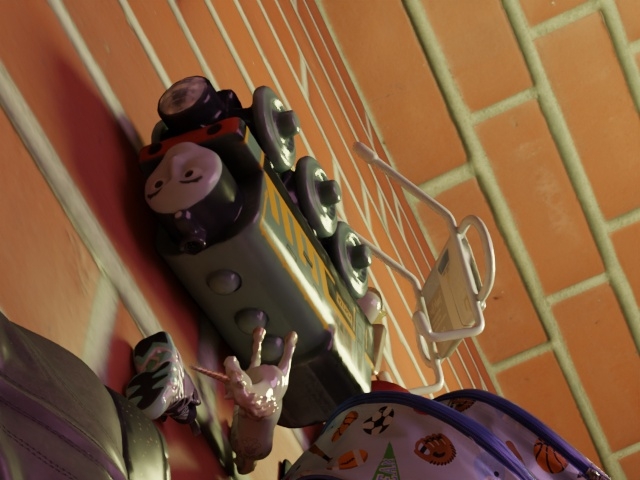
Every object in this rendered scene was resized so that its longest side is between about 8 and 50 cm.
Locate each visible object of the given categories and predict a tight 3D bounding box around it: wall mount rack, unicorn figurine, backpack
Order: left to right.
[{"bbox_3d":[-0.050,0.119,1.024,0.111,0.060,0.162,-79,166,-52],"label":"unicorn figurine"},{"bbox_3d":[0.120,0.040,1.848,0.350,0.130,0.304,112,-32,-59],"label":"wall mount rack"},{"bbox_3d":[0.095,0.232,1.019,0.263,0.276,0.213,39,52,-9],"label":"backpack"}]

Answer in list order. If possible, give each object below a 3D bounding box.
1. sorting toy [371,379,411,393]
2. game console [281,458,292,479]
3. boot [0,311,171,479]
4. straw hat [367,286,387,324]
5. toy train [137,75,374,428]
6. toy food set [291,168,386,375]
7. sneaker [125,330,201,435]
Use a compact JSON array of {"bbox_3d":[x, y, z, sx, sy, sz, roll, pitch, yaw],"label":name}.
[{"bbox_3d":[0.118,0.281,1.306,0.365,0.127,0.126,40,23,27],"label":"sorting toy"},{"bbox_3d":[0.016,0.254,1.166,0.122,0.107,0.071,-89,-177,-67],"label":"game console"},{"bbox_3d":[-0.141,0.124,0.511,0.222,0.118,0.338,56,3,-38],"label":"boot"},{"bbox_3d":[0.055,0.093,1.774,0.144,0.061,0.144,-23,90,-81],"label":"straw hat"},{"bbox_3d":[-0.049,0.014,1.174,0.190,0.142,0.334,-88,156,-45],"label":"toy train"},{"bbox_3d":[0.000,0.000,1.581,0.220,0.092,0.306,-62,129,-78],"label":"toy food set"},{"bbox_3d":[-0.102,0.112,0.915,0.098,0.038,0.069,-91,156,-65],"label":"sneaker"}]
